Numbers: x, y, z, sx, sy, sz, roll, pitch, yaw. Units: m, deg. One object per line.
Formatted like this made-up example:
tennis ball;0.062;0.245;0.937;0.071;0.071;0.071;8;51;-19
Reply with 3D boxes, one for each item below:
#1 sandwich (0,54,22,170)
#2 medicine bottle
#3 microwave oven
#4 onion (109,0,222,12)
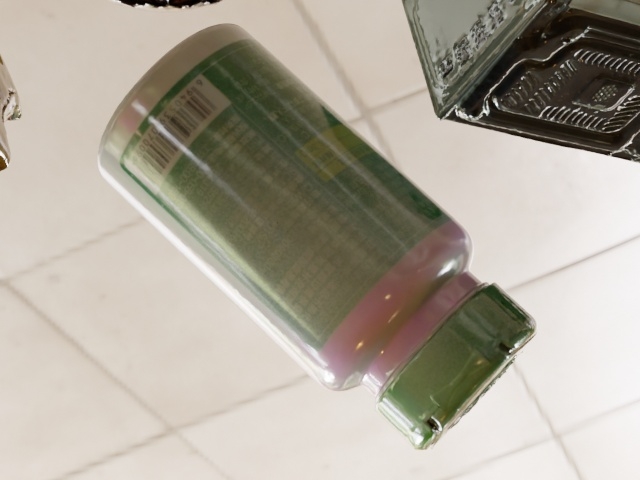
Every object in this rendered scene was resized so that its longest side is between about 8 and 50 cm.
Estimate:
sandwich;-0.316;-0.109;1.023;0.155;0.227;0.198;-22;104;7
medicine bottle;0.000;0.000;0.916;0.133;0.274;0.133;-44;167;-12
microwave oven;0.186;-0.143;1.015;0.208;0.122;0.162;9;141;-30
onion;-0.137;-0.316;1.383;0.246;0.246;0.190;-11;139;-9
